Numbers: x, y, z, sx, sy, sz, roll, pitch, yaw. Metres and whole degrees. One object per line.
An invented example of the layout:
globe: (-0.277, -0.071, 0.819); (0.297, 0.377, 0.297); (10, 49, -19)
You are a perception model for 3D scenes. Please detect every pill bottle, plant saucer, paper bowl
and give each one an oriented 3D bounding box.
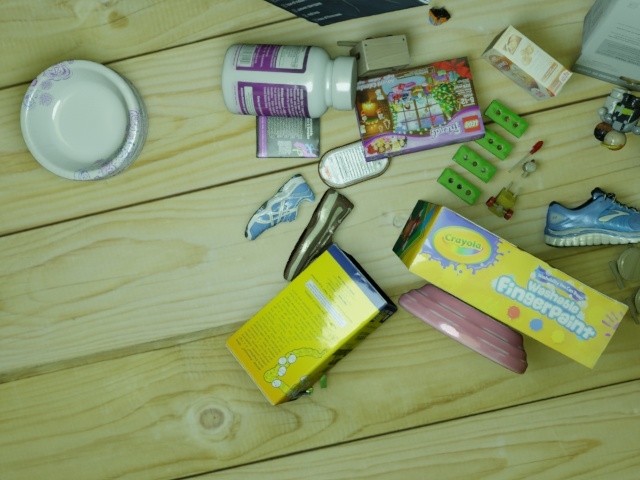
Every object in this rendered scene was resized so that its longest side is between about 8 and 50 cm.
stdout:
pill bottle: (-0.069, -0.377, 1.627); (0.301, 0.169, 0.169); (5, 96, 9)
plant saucer: (0.344, 0.195, 1.618); (0.332, 0.332, 0.084); (30, 91, -2)
paper bowl: (-0.563, -0.287, 1.670); (0.284, 0.148, 0.284); (0, 97, 1)

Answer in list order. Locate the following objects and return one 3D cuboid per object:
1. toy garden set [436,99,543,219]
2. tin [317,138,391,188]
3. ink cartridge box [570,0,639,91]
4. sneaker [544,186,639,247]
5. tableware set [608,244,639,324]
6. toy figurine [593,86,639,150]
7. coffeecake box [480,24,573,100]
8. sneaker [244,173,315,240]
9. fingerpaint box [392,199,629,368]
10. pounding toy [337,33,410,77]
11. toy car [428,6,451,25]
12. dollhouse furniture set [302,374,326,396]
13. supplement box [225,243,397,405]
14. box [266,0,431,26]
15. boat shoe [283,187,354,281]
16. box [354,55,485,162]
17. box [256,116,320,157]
toy garden set: (0.441, -0.191, 1.720); (0.204, 0.049, 0.244); (35, 94, -1)
tin: (0.085, -0.196, 1.729); (0.190, 0.040, 0.106); (-19, 91, 3)
ink cartridge box: (0.793, -0.485, 1.620); (0.309, 0.272, 0.130); (17, 65, -1)
sneaker: (0.718, -0.061, 1.678); (0.330, 0.130, 0.147); (-3, 90, 11)
tableware set: (0.808, 0.106, 1.750); (0.128, 0.039, 0.194); (-29, 101, -8)
toy figurine: (0.764, -0.263, 1.630); (0.209, 0.213, 0.148); (16, 112, 2)
coffeecake box: (0.490, -0.421, 1.646); (0.185, 0.142, 0.068); (37, 96, -3)
sneaker: (-0.104, -0.070, 1.720); (0.211, 0.080, 0.081); (-44, 91, 6)
fingerpaint box: (0.406, 0.084, 1.586); (0.445, 0.371, 0.163); (28, 95, -3)
pounding toy: (0.126, -0.455, 1.664); (0.130, 0.141, 0.100); (-12, 96, -13)
toy car: (0.262, -0.574, 1.697); (0.122, 0.060, 0.040); (47, 139, 12)
dollhouse furniture set: (-0.060, 0.363, 1.775); (0.152, 0.058, 0.076); (-3, 95, 1)
supplement box: (-0.016, 0.207, 1.667); (0.356, 0.194, 0.195); (-42, 74, 5)
box: (-0.054, -0.671, 1.382); (0.472, 0.480, 0.297); (12, 95, -29)
boat shoe: (0.001, 0.001, 1.722); (0.095, 0.095, 0.257); (28, 95, -8)
box: (0.234, -0.320, 1.678); (0.293, 0.057, 0.201); (-12, 81, 2)
box: (-0.081, -0.265, 1.726); (0.162, 0.029, 0.116); (1, 97, 2)
